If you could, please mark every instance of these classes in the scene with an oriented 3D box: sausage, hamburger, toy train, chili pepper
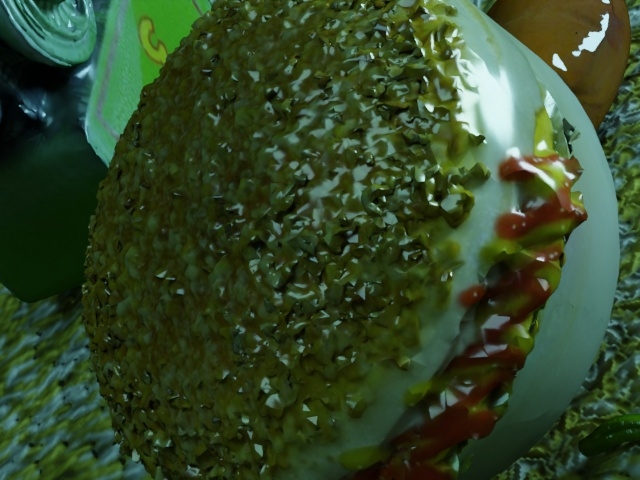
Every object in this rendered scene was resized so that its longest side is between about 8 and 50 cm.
[{"bbox_3d":[0.122,-0.086,0.748,0.089,0.089,0.179,0,48,34],"label":"sausage"},{"bbox_3d":[0.000,0.000,0.635,0.276,0.179,0.294,-58,44,15],"label":"hamburger"},{"bbox_3d":[-0.180,-0.134,0.873,0.173,0.249,0.307,-20,43,23],"label":"toy train"},{"bbox_3d":[0.158,0.096,0.608,0.083,0.017,0.030,16,65,42],"label":"chili pepper"}]
